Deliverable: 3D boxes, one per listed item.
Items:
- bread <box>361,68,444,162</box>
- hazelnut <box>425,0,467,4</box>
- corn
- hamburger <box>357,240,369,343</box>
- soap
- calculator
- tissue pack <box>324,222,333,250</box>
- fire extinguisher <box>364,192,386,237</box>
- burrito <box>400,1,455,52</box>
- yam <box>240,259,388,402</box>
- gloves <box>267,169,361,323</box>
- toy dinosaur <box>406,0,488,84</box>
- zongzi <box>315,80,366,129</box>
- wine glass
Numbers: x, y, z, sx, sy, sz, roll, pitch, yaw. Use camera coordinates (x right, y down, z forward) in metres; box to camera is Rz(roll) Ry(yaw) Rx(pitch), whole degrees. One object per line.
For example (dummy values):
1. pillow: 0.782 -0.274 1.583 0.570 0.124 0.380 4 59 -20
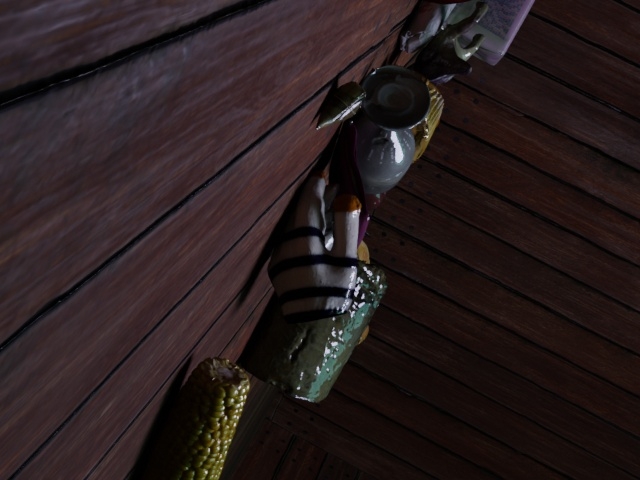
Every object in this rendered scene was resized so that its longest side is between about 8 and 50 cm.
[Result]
1. bread: 0.143 -0.220 1.599 0.114 0.132 0.190 -62 178 -21
2. hazelnut: 0.153 -0.345 0.966 0.201 0.161 0.170 -25 156 -5
3. corn: -0.176 0.287 1.173 0.101 0.101 0.310 -54 165 -63
4. hamburger: 0.041 0.100 1.918 0.131 0.124 0.262 27 64 -66
5. soap: 0.318 -0.474 1.760 0.199 0.182 0.138 -62 176 -1
6. calculator: 0.040 -0.081 1.404 0.127 0.034 0.191 111 -25 -58
7. tissue pack: 0.000 0.001 1.612 0.111 0.079 0.085 -60 174 -23
8. fire extinguisher: 0.113 -0.134 1.796 0.138 0.102 0.344 52 55 -37
9. burrito: 0.199 -0.407 1.603 0.203 0.064 0.064 -58 174 -29
10. yam: -0.008 0.155 1.753 0.300 0.195 0.195 -61 176 -4
11. gloves: -0.013 0.006 1.322 0.140 0.131 0.219 145 -62 -71
12. toy dinosaur: 0.219 -0.332 1.641 0.162 0.077 0.294 -49 -171 -13
13. zongzi: 0.019 -0.161 1.153 0.083 0.040 0.076 -50 180 -11
14. wine glass: 0.101 -0.171 1.470 0.126 0.126 0.241 -61 174 -23
